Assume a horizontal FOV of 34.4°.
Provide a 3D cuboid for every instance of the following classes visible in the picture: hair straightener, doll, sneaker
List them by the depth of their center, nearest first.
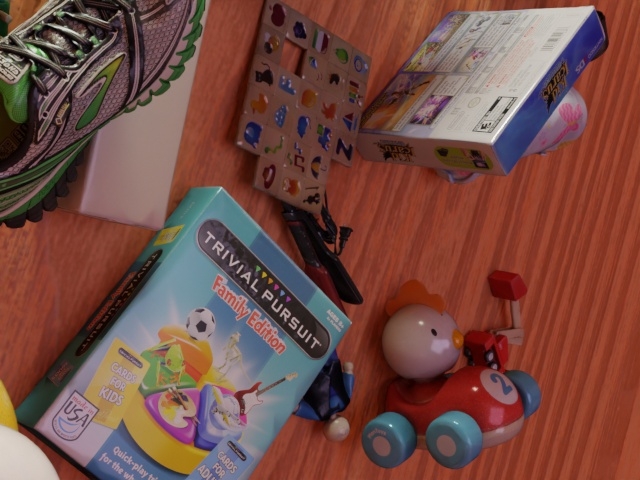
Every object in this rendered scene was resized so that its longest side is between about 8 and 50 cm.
[{"bbox_3d":[-0.233,-0.158,0.961,0.344,0.134,0.146,-54,168,1],"label":"sneaker"},{"bbox_3d":[0.000,0.000,1.369,0.089,0.047,0.230,-49,122,-35],"label":"hair straightener"},{"bbox_3d":[-0.002,0.188,1.389,0.129,0.046,0.189,-30,114,-35],"label":"doll"}]

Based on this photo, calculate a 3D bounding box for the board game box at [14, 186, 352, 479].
[{"bbox_3d":[-0.146,0.146,1.195,0.254,0.079,0.336,47,66,-27],"label":"board game box"}]

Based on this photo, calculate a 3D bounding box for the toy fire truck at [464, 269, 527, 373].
[{"bbox_3d":[0.291,0.160,1.663,0.135,0.047,0.192,-41,124,-32],"label":"toy fire truck"}]

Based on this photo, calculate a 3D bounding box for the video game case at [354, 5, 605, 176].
[{"bbox_3d":[0.207,-0.205,1.381,0.269,0.244,0.061,-51,129,-24],"label":"video game case"}]

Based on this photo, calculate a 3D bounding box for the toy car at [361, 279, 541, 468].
[{"bbox_3d":[0.168,0.171,1.458,0.219,0.210,0.238,-20,99,-51],"label":"toy car"}]

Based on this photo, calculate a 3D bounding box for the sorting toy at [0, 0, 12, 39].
[{"bbox_3d":[-0.337,-0.216,0.947,0.132,0.046,0.275,-12,124,-45],"label":"sorting toy"}]

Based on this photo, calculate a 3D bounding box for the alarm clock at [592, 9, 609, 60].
[{"bbox_3d":[0.391,-0.318,1.617,0.192,0.129,0.064,-44,125,-37],"label":"alarm clock"}]

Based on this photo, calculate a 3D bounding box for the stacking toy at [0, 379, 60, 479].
[{"bbox_3d":[-0.345,0.160,0.760,0.350,0.479,0.351,-9,104,-42],"label":"stacking toy"}]

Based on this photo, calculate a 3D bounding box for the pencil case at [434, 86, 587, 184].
[{"bbox_3d":[0.279,-0.167,1.549,0.273,0.113,0.124,-19,148,-40],"label":"pencil case"}]

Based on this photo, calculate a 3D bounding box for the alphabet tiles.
[{"bbox_3d":[-0.020,-0.161,1.312,0.198,0.009,0.237,23,73,-43],"label":"alphabet tiles"}]

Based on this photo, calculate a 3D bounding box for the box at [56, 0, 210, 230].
[{"bbox_3d":[-0.206,-0.157,1.102,0.113,0.094,0.275,15,88,-44],"label":"box"}]
